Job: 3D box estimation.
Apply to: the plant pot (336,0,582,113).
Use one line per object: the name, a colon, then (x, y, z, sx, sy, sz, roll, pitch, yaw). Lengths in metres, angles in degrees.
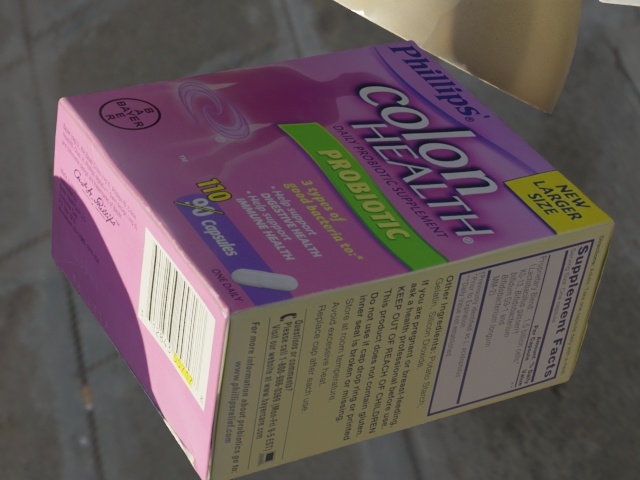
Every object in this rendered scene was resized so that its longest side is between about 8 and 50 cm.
plant pot: (0.159, -0.280, 1.672, 0.284, 0.284, 0.191, 36, 101, 37)

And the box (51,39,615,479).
box: (0.000, 0.000, 0.924, 0.213, 0.243, 0.117, 49, 140, 42)

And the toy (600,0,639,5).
toy: (0.324, -0.293, 1.390, 0.137, 0.056, 0.237, 7, 73, 14)
